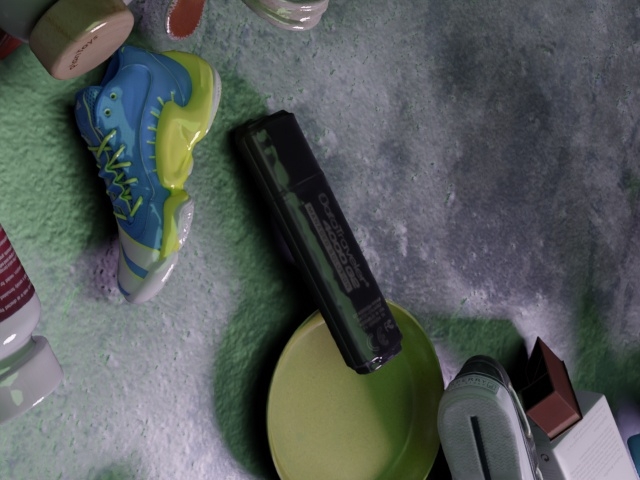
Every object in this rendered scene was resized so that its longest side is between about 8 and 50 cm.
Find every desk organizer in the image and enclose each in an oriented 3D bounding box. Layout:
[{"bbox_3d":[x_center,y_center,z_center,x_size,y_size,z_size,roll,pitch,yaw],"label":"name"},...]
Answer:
[{"bbox_3d":[0.260,0.169,1.341,0.047,0.130,0.050,-39,107,17],"label":"desk organizer"}]

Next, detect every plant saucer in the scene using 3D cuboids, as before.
[{"bbox_3d":[0.032,0.177,1.216,0.241,0.037,0.241,2,87,-39],"label":"plant saucer"}]

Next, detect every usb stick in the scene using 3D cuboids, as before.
[{"bbox_3d":[0.000,0.000,1.162,0.077,0.045,0.278,-31,96,-43],"label":"usb stick"}]

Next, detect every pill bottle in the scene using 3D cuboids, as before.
[{"bbox_3d":[-0.296,0.035,0.914,0.121,0.121,0.221,-34,109,-33],"label":"pill bottle"}]

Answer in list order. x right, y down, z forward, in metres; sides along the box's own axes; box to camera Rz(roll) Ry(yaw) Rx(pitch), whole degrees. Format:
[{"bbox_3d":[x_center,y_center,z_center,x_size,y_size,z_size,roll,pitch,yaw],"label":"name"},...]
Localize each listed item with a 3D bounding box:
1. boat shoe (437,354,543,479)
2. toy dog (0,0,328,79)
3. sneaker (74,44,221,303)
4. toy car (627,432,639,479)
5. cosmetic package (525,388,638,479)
[{"bbox_3d":[0.207,0.285,1.295,0.119,0.121,0.335,-48,134,-59],"label":"boat shoe"},{"bbox_3d":[-0.174,-0.238,1.004,0.333,0.161,0.220,-12,76,-34],"label":"toy dog"},{"bbox_3d":[-0.175,-0.068,1.044,0.126,0.091,0.240,20,69,-23],"label":"sneaker"},{"bbox_3d":[0.524,0.282,1.497,0.238,0.219,0.210,-31,99,-78],"label":"toy car"},{"bbox_3d":[0.320,0.306,1.406,0.117,0.085,0.231,-35,112,-33],"label":"cosmetic package"}]
